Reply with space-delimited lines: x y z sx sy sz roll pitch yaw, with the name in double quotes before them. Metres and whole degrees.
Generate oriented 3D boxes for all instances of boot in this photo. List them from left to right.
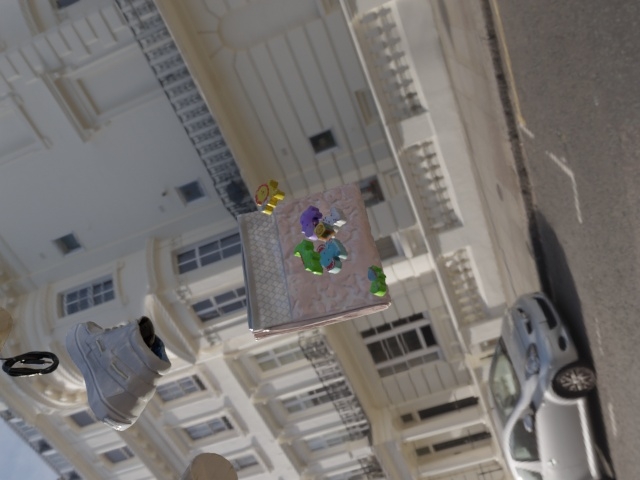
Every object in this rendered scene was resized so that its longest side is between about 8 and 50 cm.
"boot" -0.305 0.167 0.795 0.258 0.123 0.095 33 170 47

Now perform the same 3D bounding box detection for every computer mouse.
"computer mouse" -0.577 0.203 0.877 0.071 0.241 0.041 -93 18 -58

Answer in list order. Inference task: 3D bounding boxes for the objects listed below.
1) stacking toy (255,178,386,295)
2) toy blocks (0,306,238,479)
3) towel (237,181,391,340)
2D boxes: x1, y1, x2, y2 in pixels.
"stacking toy" 0.000 0.000 0.823 0.166 0.052 0.221 19 -152 -41
"toy blocks" -0.264 0.250 0.321 0.288 0.260 0.309 34 -162 1
"towel" -0.028 0.038 1.180 0.053 0.316 0.332 68 -171 -59
